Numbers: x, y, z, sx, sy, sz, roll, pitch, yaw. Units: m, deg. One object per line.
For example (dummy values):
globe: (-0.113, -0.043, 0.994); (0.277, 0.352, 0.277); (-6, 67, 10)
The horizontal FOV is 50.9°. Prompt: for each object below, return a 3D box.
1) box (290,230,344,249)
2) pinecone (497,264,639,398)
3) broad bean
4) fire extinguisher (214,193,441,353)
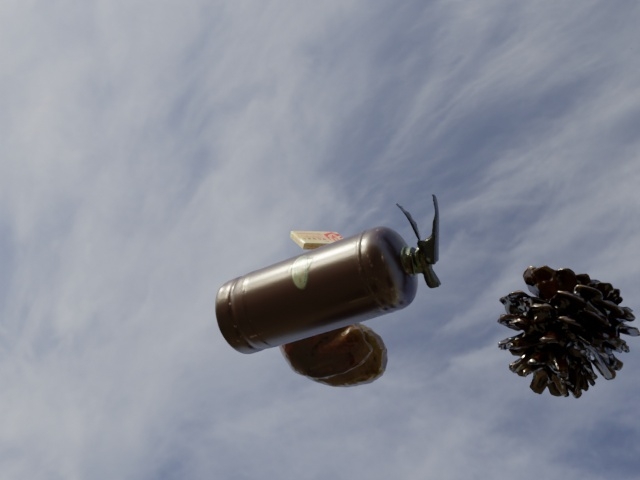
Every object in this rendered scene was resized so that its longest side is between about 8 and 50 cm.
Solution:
box: (0.000, 0.000, 1.178); (0.058, 0.093, 0.015); (42, -54, 55)
pinecone: (0.243, 0.094, 0.679); (0.140, 0.120, 0.140); (25, -22, 11)
broad bean: (0.026, 0.215, 1.358); (0.229, 0.122, 0.156); (7, -79, 17)
fire extinguisher: (0.018, 0.052, 0.901); (0.337, 0.114, 0.135); (-19, -91, 28)
